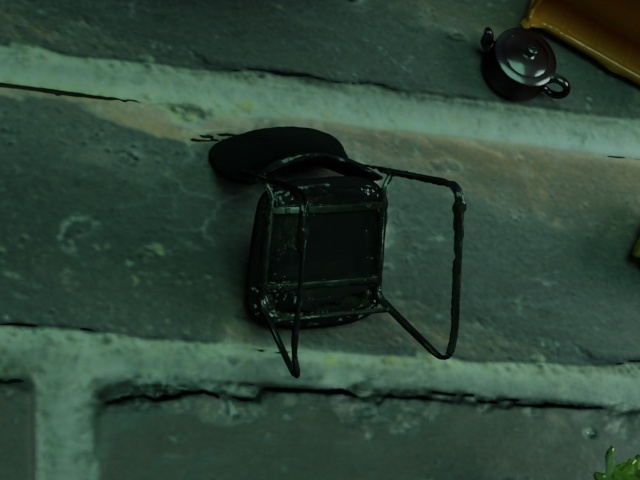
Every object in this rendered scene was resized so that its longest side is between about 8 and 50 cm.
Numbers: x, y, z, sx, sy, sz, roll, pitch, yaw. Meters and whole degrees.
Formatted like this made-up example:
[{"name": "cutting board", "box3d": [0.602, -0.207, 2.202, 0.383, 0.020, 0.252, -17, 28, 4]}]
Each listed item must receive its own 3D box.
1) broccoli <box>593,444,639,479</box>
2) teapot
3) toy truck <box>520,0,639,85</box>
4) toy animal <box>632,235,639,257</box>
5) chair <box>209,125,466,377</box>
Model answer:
[{"name": "broccoli", "box3d": [0.201, 0.258, 1.111, 0.243, 0.263, 0.247, 10, 20, 10]}, {"name": "teapot", "box3d": [0.191, -0.165, 1.382, 0.100, 0.045, 0.068, 32, 59, -4]}, {"name": "toy truck", "box3d": [0.340, -0.202, 1.423, 0.270, 0.114, 0.135, 28, 54, -7]}, {"name": "toy animal", "box3d": [0.368, 0.024, 1.351, 0.159, 0.070, 0.083, 38, 55, -7]}, {"name": "chair", "box3d": [0.000, 0.000, 1.189, 0.140, 0.221, 0.145, -4, 109, -25]}]
